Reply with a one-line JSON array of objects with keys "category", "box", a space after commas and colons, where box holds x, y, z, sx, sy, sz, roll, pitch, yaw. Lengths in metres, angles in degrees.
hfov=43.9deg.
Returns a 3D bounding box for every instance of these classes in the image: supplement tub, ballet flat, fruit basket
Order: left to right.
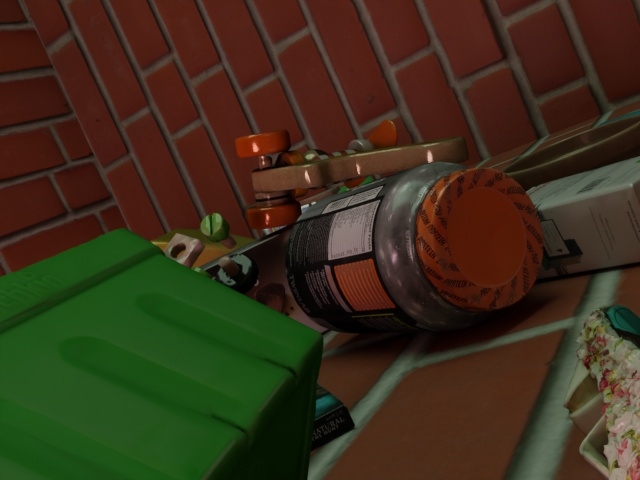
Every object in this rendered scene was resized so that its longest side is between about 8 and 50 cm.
[{"category": "fruit basket", "box": [-0.215, 0.156, 0.450, 0.392, 0.282, 0.392, 6, 14, -1]}, {"category": "supplement tub", "box": [0.104, 0.015, 0.964, 0.194, 0.193, 0.316, -27, 7, -29]}, {"category": "ballet flat", "box": [0.183, 0.097, 0.473, 0.077, 0.091, 0.241, -45, -4, 14]}]

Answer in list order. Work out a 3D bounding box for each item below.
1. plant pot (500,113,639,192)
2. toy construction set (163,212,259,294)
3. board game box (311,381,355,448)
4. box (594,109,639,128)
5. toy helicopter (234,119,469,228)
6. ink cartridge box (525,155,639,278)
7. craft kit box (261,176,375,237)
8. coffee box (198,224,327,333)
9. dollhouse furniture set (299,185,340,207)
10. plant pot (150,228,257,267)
[{"category": "plant pot", "box": [0.408, -0.101, 1.232, 0.237, 0.109, 0.237, -24, 6, 3]}, {"category": "toy construction set", "box": [-0.217, 0.101, 0.949, 0.309, 0.257, 0.237, -39, -37, -2]}, {"category": "board game box", "box": [-0.068, 0.200, 0.782, 0.186, 0.026, 0.126, -25, 6, -12]}, {"category": "box", "box": [0.578, -0.178, 1.308, 0.060, 0.100, 0.244, -30, 8, -42]}, {"category": "toy helicopter", "box": [0.061, -0.113, 1.187, 0.355, 0.140, 0.235, -4, 9, 36]}, {"category": "ink cartridge box", "box": [0.328, -0.029, 0.958, 0.160, 0.092, 0.219, -27, 6, -37]}, {"category": "craft kit box", "box": [0.000, 0.000, 1.640, 0.250, 0.061, 0.246, -25, -24, -17]}, {"category": "coffee box", "box": [-0.064, 0.075, 1.223, 0.297, 0.168, 0.119, -25, 6, -22]}, {"category": "dollhouse furniture set", "box": [0.076, -0.023, 1.476, 0.129, 0.183, 0.129, -20, 7, 31]}, {"category": "plant pot", "box": [-0.184, 0.089, 1.446, 0.187, 0.212, 0.212, -3, 7, 3]}]
